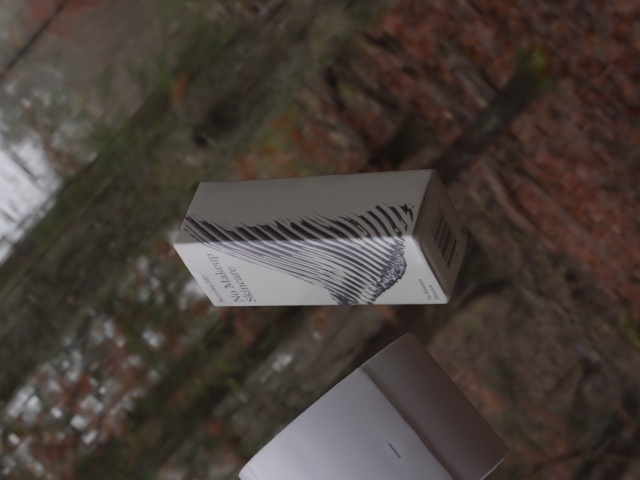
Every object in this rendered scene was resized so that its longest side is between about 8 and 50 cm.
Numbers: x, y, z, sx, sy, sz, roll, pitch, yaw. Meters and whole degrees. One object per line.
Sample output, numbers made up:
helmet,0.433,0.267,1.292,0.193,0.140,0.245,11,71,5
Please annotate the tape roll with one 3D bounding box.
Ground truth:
tape roll,0.058,0.239,1.585,0.169,0.246,0.246,51,-173,8

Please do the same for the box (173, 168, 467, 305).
box,0.000,0.000,1.505,0.275,0.094,0.113,-3,138,29
